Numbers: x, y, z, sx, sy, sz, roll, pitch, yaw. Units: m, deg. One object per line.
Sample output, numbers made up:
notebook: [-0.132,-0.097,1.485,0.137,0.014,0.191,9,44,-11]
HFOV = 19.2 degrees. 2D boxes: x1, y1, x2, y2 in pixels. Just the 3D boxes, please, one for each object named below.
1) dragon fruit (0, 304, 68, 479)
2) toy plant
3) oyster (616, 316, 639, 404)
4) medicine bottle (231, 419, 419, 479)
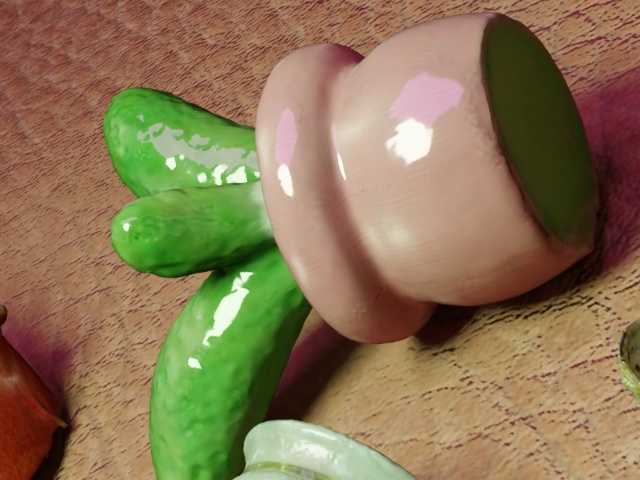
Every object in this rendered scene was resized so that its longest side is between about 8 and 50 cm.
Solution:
dragon fruit: [-0.385,0.140,1.559,0.305,0.225,0.305,-29,24,14]
toy plant: [0.007,-0.001,1.298,0.356,0.210,0.317,-17,78,21]
oyster: [0.215,0.072,1.129,0.083,0.038,0.081,-25,35,-18]
medicine bottle: [-0.010,0.198,1.119,0.147,0.147,0.143,-8,42,47]
